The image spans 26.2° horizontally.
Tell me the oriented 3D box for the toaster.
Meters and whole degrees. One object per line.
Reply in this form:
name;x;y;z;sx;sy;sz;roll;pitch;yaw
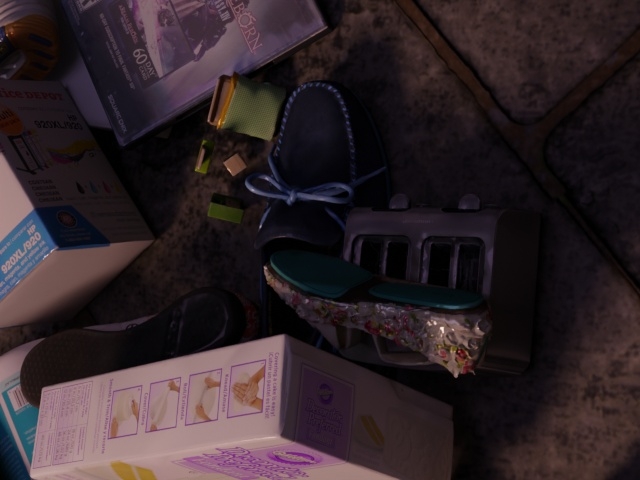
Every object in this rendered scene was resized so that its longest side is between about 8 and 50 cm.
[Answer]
toaster;0.111;0.051;1.305;0.168;0.110;0.185;2;85;33

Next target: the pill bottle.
pill bottle;-0.271;0.247;1.498;0.146;0.146;0.264;-38;65;23

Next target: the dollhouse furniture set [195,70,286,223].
dollhouse furniture set;-0.089;-0.100;1.467;0.076;0.058;0.151;14;100;-8

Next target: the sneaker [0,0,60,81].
sneaker;-0.422;-0.208;1.652;0.296;0.112;0.131;-30;51;24

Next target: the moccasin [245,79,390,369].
moccasin;0.000;0.000;1.378;0.138;0.117;0.342;-9;78;31

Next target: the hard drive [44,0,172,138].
hard drive;-0.289;-0.239;1.643;0.308;0.040;0.203;10;89;32

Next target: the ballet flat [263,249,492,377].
ballet flat;0.045;0.069;1.233;0.241;0.091;0.077;14;113;37

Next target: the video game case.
video game case;-0.143;-0.249;1.521;0.274;0.026;0.196;-29;76;17

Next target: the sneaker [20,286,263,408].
sneaker;-0.171;0.126;1.445;0.270;0.145;0.090;-21;70;22

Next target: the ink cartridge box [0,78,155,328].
ink cartridge box;-0.341;-0.043;1.547;0.168;0.171;0.232;-41;72;27

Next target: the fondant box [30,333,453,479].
fondant box;-0.076;0.189;1.295;0.330;0.238;0.096;-17;59;38
